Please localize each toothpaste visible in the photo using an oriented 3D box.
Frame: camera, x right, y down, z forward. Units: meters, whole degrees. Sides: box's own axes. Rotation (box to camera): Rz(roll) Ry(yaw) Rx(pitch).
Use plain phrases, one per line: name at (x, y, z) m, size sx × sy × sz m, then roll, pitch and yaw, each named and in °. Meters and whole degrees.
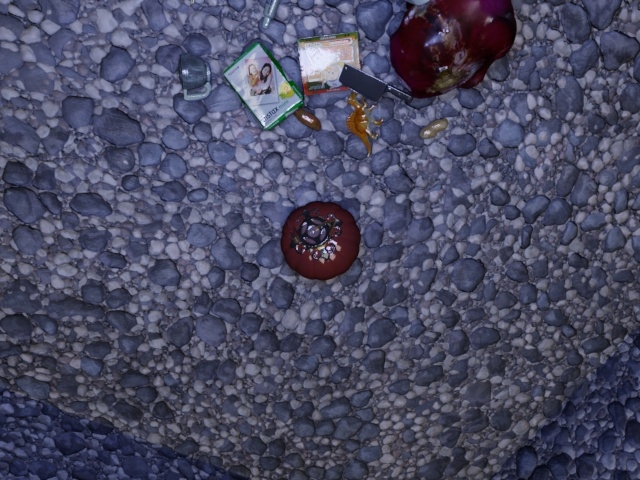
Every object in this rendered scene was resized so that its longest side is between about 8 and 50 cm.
toothpaste at (-0.137, -0.810, 1.484) m, size 0.037 × 0.067 × 0.255 m, roll -2°, pitch 128°, yaw -44°

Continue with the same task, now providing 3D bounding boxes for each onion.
onion at (0.377, -0.685, 1.458) m, size 0.398 × 0.398 × 0.420 m, roll -23°, pitch 68°, yaw 6°

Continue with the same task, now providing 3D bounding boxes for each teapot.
teapot at (-0.417, -0.545, 1.554) m, size 0.108 × 0.111 × 0.149 m, roll -5°, pitch 108°, yaw -17°

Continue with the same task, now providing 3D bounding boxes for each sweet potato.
sweet potato at (-0.089, -0.454, 1.646) m, size 0.214 × 0.050 × 0.050 m, roll 26°, pitch 109°, yaw -10°

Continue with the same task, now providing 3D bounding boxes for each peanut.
peanut at (0.416, -0.410, 1.695) m, size 0.113 × 0.054 × 0.054 m, roll -31°, pitch 111°, yaw 9°

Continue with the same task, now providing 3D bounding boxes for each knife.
knife at (0.177, -0.485, 1.488) m, size 0.245 × 0.019 × 0.072 m, roll 24°, pitch 122°, yaw -2°

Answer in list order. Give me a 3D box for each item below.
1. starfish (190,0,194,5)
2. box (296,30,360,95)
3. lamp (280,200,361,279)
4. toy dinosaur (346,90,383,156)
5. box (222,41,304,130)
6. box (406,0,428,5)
starfish at (-0.467, -0.841, 1.453) m, size 0.217 × 0.050 × 0.223 m, roll -30°, pitch 100°, yaw 15°
box at (0.028, -0.589, 1.539) m, size 0.195 × 0.148 × 0.177 m, roll -7°, pitch 115°, yaw 0°
lamp at (0.000, 0.000, 1.726) m, size 0.303 × 0.257 × 0.303 m, roll -3°, pitch 77°, yaw 11°
toy dinosaur at (0.146, -0.418, 1.672) m, size 0.142 × 0.057 × 0.212 m, roll 18°, pitch 110°, yaw 1°
box at (-0.187, -0.514, 1.562) m, size 0.180 × 0.103 × 0.250 m, roll -37°, pitch 98°, yaw 12°
box at (0.298, -0.885, 1.317) m, size 0.090 × 0.367 × 0.373 m, roll 22°, pitch 112°, yaw -40°
